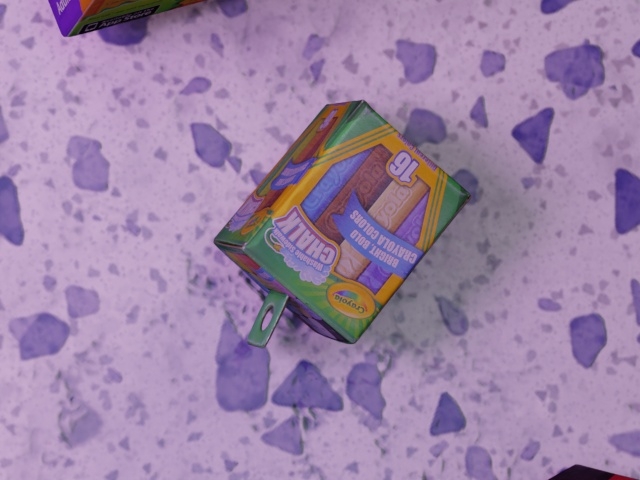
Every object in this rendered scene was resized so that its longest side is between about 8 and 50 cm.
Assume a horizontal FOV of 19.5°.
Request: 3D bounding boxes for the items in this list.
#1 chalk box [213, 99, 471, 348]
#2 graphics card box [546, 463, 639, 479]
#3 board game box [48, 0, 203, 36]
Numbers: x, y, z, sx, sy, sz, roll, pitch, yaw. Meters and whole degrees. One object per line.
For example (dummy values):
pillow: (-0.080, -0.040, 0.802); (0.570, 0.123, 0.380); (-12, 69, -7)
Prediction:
chalk box: (0.000, 0.000, 1.602); (0.132, 0.132, 0.213); (42, 81, -14)
graphics card box: (0.119, 0.314, 1.535); (0.371, 0.233, 0.094); (-28, 95, -11)
board game box: (-0.072, -0.426, 1.522); (0.357, 0.356, 0.356); (-19, 84, -25)
